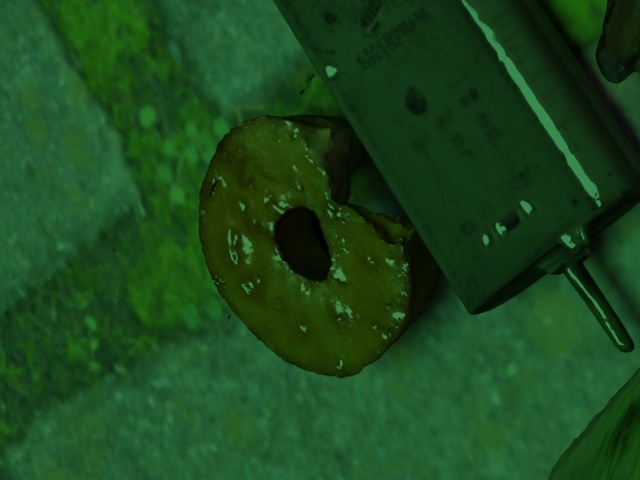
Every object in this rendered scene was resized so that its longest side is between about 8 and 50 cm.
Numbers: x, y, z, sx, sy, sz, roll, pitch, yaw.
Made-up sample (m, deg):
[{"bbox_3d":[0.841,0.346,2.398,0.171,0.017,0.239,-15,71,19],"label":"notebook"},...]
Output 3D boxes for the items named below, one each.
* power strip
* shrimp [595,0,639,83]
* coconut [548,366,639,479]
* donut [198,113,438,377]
[{"bbox_3d":[0.042,-0.071,0.728,0.092,0.034,0.268,-42,74,40],"label":"power strip"},{"bbox_3d":[0.150,-0.134,0.578,0.144,0.052,0.251,-112,32,-42],"label":"shrimp"},{"bbox_3d":[0.173,0.103,0.551,0.204,0.236,0.236,36,133,-14],"label":"coconut"},{"bbox_3d":[0.000,0.000,0.781,0.108,0.043,0.097,56,133,11],"label":"donut"}]
